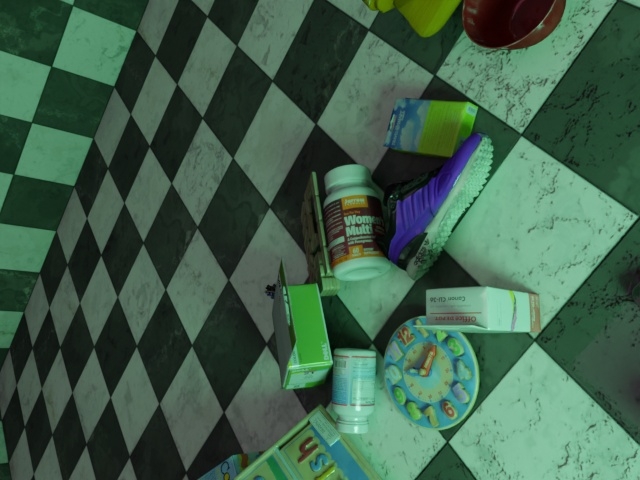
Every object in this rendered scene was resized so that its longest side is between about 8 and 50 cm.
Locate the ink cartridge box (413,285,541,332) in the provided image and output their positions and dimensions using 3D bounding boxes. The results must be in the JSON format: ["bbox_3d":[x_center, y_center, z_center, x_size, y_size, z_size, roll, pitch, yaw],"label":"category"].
[{"bbox_3d":[0.247,0.111,0.929,0.115,0.198,0.067,-10,75,46],"label":"ink cartridge box"}]

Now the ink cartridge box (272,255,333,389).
[{"bbox_3d":[-0.035,0.171,1.200,0.255,0.097,0.188,105,158,-56],"label":"ink cartridge box"}]

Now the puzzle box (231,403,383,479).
[{"bbox_3d":[0.010,0.531,1.092,0.272,0.052,0.409,-40,42,-10],"label":"puzzle box"}]

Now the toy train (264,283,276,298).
[{"bbox_3d":[-0.081,0.128,1.415,0.158,0.027,0.036,3,95,48],"label":"toy train"}]

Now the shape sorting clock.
[{"bbox_3d":[0.196,0.241,1.078,0.206,0.040,0.206,-12,73,46],"label":"shape sorting clock"}]

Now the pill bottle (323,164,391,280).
[{"bbox_3d":[0.071,-0.036,1.210,0.121,0.121,0.221,-26,64,42],"label":"pill bottle"}]

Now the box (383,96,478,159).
[{"bbox_3d":[0.211,-0.220,1.152,0.178,0.042,0.109,20,96,48],"label":"box"}]

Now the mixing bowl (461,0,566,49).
[{"bbox_3d":[0.344,-0.400,1.002,0.181,0.098,0.181,-12,74,45],"label":"mixing bowl"}]

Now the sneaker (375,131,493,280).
[{"bbox_3d":[0.190,-0.082,1.074,0.146,0.102,0.293,37,110,24],"label":"sneaker"}]

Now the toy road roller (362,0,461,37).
[{"bbox_3d":[0.200,-0.522,1.066,0.240,0.329,0.202,52,154,6],"label":"toy road roller"}]

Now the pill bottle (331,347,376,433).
[{"bbox_3d":[0.066,0.297,1.173,0.087,0.087,0.160,-5,78,47],"label":"pill bottle"}]

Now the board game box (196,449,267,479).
[{"bbox_3d":[-0.202,0.606,1.363,0.275,0.142,0.144,-43,54,34],"label":"board game box"}]

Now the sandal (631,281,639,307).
[{"bbox_3d":[0.498,0.100,0.775,0.179,0.040,0.067,40,113,44],"label":"sandal"}]

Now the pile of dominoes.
[{"bbox_3d":[0.000,0.000,1.309,0.196,0.040,0.251,116,149,-66],"label":"pile of dominoes"}]
